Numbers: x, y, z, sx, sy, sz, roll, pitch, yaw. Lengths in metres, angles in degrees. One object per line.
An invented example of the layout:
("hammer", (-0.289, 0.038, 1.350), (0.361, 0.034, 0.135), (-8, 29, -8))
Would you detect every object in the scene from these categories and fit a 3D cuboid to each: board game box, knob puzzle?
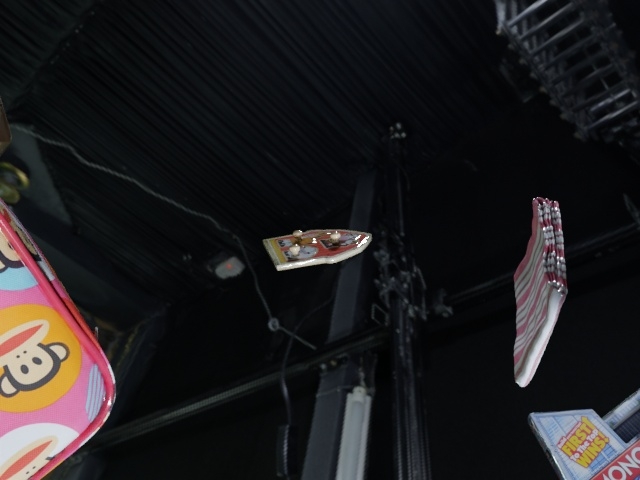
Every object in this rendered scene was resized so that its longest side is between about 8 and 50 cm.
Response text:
("board game box", (0.326, 0.234, 0.594), (0.194, 0.060, 0.194), (-37, -121, -4))
("knob puzzle", (0.000, 0.000, 1.037), (0.213, 0.030, 0.213), (-6, -164, 2))

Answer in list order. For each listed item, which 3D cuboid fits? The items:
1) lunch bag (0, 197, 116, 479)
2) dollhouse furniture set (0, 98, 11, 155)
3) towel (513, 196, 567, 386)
("lunch bag", (-0.272, 0.106, 0.310), (0.293, 0.258, 0.120), (-36, -153, -24))
("dollhouse furniture set", (-0.584, -0.229, 0.575), (0.362, 0.394, 0.256), (-19, -174, -38))
("towel", (0.249, 0.054, 0.665), (0.029, 0.144, 0.197), (11, -144, 12))
